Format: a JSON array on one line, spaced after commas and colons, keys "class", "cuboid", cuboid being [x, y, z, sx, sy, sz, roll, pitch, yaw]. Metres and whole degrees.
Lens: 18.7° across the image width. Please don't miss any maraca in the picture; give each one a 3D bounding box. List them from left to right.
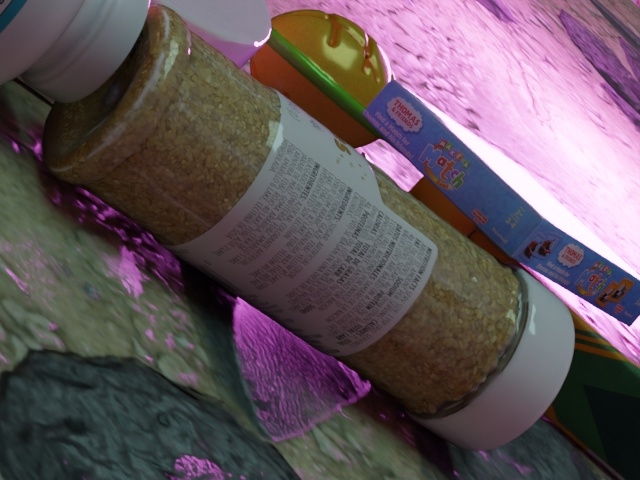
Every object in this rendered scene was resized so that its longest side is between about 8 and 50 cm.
[{"class": "maraca", "cuboid": [0.012, -0.118, 1.517, 0.127, 0.099, 0.185, 48, 8, 34]}]

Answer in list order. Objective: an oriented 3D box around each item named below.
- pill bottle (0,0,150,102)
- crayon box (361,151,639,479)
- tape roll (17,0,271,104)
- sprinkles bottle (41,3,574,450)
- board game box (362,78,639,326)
[{"class": "pill bottle", "cuboid": [-0.219, -0.177, 1.050, 0.264, 0.146, 0.146, 33, 22, -35]}, {"class": "crayon box", "cuboid": [0.168, 0.045, 1.540, 0.318, 0.081, 0.202, 40, 19, -16]}, {"class": "tape roll", "cuboid": [-0.167, -0.200, 1.292, 0.286, 0.100, 0.286, 40, 19, -17]}, {"class": "sprinkles bottle", "cuboid": [0.000, 0.000, 1.195, 0.355, 0.121, 0.121, 35, 21, -29]}, {"class": "board game box", "cuboid": [0.136, -0.023, 1.360, 0.160, 0.039, 0.211, 46, 11, 32]}]
